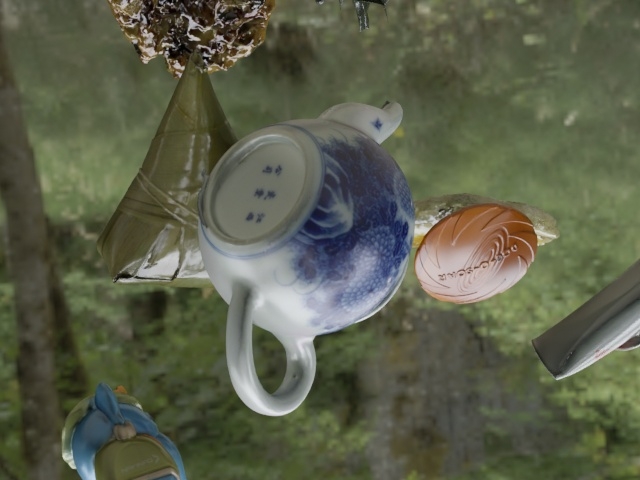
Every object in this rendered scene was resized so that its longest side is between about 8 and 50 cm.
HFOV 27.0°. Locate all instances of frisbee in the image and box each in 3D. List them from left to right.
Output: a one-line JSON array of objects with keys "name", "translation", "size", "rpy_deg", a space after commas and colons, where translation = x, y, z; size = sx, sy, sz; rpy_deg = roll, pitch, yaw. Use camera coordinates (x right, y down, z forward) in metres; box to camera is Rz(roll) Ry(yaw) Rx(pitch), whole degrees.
[{"name": "frisbee", "translation": [0.234, 0.027, 1.984], "size": [0.192, 0.192, 0.035], "rpy_deg": [-5, -139, -10]}]

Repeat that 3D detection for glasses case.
[{"name": "glasses case", "translation": [0.445, 0.097, 1.906], "size": [0.308, 0.083, 0.128], "rpy_deg": [-42, -163, 22]}]

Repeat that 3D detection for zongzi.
[{"name": "zongzi", "translation": [-0.102, -0.079, 2.134], "size": [0.447, 0.418, 0.181], "rpy_deg": [6, -153, -38]}]

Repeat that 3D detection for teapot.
[{"name": "teapot", "translation": [0.000, 0.000, 1.550], "size": [0.252, 0.424, 0.280], "rpy_deg": [7, 159, 37]}]

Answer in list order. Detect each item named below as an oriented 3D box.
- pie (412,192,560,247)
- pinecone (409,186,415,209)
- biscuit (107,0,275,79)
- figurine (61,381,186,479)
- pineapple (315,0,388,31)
[{"name": "pie", "translation": [0.261, -0.029, 2.414], "size": [0.339, 0.077, 0.339], "rpy_deg": [-1, 172, 0]}, {"name": "pinecone", "translation": [0.002, -0.050, 2.008], "size": [0.246, 0.292, 0.246], "rpy_deg": [-41, -166, 12]}, {"name": "biscuit", "translation": [-0.206, -0.419, 2.196], "size": [0.289, 0.334, 0.081], "rpy_deg": [-25, -144, -15]}, {"name": "figurine", "translation": [-0.285, 0.331, 1.954], "size": [0.154, 0.262, 0.180], "rpy_deg": [-33, 145, -3]}, {"name": "pineapple", "translation": [-0.018, -0.393, 1.713], "size": [0.364, 0.165, 0.165], "rpy_deg": [21, 167, -31]}]
